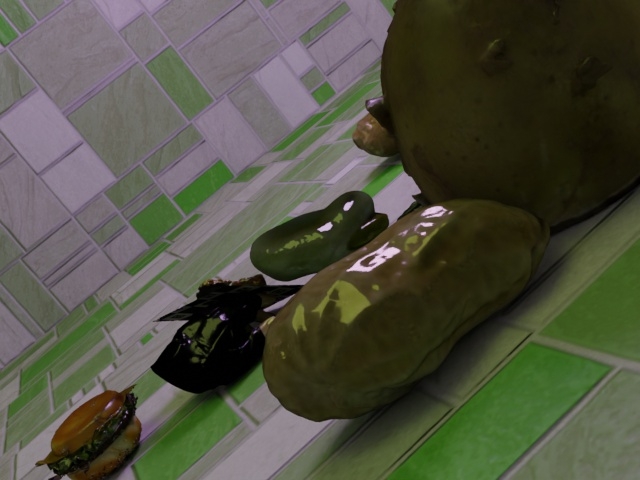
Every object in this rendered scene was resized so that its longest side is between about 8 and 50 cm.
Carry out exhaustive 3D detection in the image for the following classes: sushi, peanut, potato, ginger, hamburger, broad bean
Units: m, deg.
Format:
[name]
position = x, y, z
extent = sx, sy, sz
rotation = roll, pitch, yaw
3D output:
[sushi]
position = -0.145, 0.085, 1.518
extent = 0.193, 0.040, 0.210
rotation = 2, -20, -41
[peanut]
position = 0.087, 0.063, 0.990
extent = 0.340, 0.158, 0.174
rotation = -39, -8, -21
[potato]
position = 0.216, -0.255, 1.136
extent = 0.385, 0.319, 0.442
rotation = -25, 34, 27
[ginger]
position = 0.222, -0.282, 1.887
extent = 0.354, 0.126, 0.190
rotation = -28, 6, 27
[hamburger]
position = -0.342, 0.305, 1.437
extent = 0.164, 0.093, 0.189
rotation = -26, 19, 34
[broad bean]
position = 0.000, 0.000, 1.476
extent = 0.228, 0.100, 0.169
rotation = -19, 18, 14

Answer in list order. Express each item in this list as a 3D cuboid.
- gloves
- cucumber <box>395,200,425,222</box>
[gloves]
position = -0.145, 0.146, 1.437
extent = 0.164, 0.124, 0.203
rotation = 4, 46, 40
[cucumber]
position = 0.207, -0.068, 1.297
extent = 0.265, 0.077, 0.077
rotation = -33, 14, 23
